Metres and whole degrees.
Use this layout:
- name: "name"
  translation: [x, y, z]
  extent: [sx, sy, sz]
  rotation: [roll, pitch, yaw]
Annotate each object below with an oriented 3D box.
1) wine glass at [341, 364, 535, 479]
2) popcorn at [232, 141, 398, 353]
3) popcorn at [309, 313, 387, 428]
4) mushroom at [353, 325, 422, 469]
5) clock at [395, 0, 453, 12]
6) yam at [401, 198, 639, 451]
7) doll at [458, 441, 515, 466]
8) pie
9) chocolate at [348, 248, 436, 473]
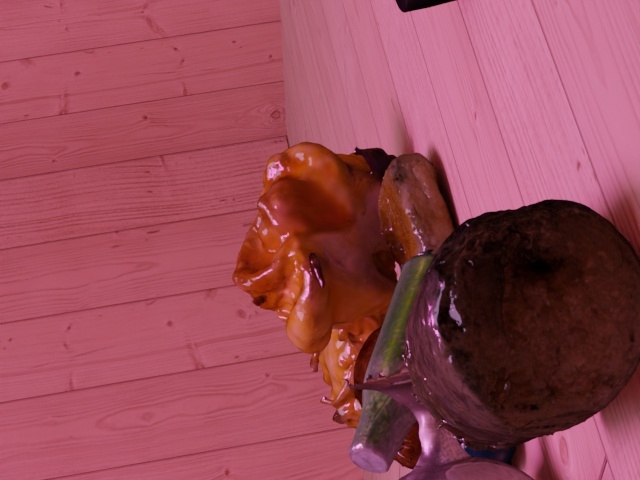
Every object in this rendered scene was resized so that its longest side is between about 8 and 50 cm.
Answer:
- name: "wine glass"
  translation: [0.153, 0.294, 1.723]
  extent: [0.238, 0.238, 0.323]
  rotation: [168, 91, -85]
- name: "popcorn"
  translation: [0.000, 0.000, 2.331]
  extent: [0.281, 0.316, 0.297]
  rotation: [-26, 93, 58]
- name: "popcorn"
  translation: [0.076, 0.186, 2.551]
  extent: [0.250, 0.190, 0.250]
  rotation: [176, 90, -89]
- name: "mushroom"
  translation: [0.125, 0.223, 2.109]
  extent: [0.231, 0.138, 0.194]
  rotation: [42, 169, 40]
- name: "clock"
  translation: [0.088, -0.452, 1.752]
  extent: [0.276, 0.120, 0.379]
  rotation: [83, 171, -64]
- name: "yam"
  translation: [0.171, 0.081, 1.345]
  extent: [0.300, 0.195, 0.195]
  rotation: [99, 161, -77]
- name: "doll"
  translation: [0.202, 0.257, 1.885]
  extent: [0.152, 0.085, 0.114]
  rotation: [71, -157, -49]
- name: "pie"
  translation: [0.147, 0.014, 2.138]
  extent: [0.277, 0.078, 0.277]
  rotation: [166, 90, -83]
- name: "chocolate"
  translation: [0.108, 0.154, 1.903]
  extent: [0.110, 0.110, 0.291]
  rotation: [88, -158, -54]
